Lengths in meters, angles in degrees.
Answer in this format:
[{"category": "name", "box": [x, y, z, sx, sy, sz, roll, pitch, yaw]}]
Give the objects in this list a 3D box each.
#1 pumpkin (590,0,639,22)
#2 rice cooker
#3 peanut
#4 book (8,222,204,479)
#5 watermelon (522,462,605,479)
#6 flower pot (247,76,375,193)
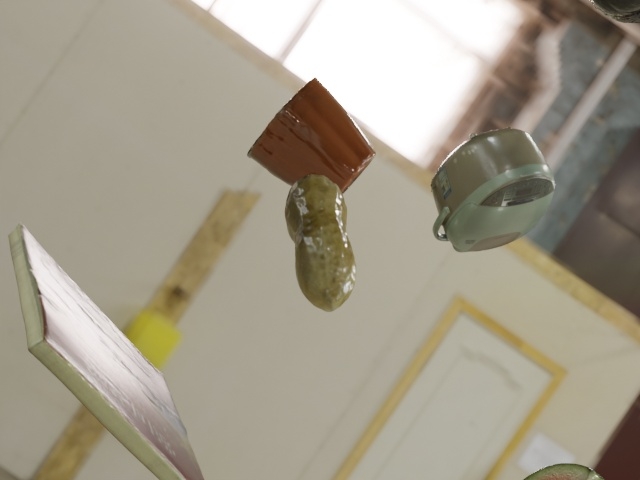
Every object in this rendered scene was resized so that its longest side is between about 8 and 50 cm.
[{"category": "pumpkin", "box": [0.476, -0.379, 2.187, 0.211, 0.212, 0.152, 40, 36, -67]}, {"category": "rice cooker", "box": [0.225, -0.066, 2.047, 0.206, 0.145, 0.127, 127, -51, -62]}, {"category": "peanut", "box": [0.000, 0.000, 2.288, 0.103, 0.098, 0.229, 41, 31, -43]}, {"category": "book", "box": [-0.227, 0.132, 1.631, 0.262, 0.028, 0.374, 51, 0, -22]}, {"category": "watermelon", "box": [0.247, 0.306, 1.627, 0.094, 0.135, 0.125, -67, 141, -56]}, {"category": "flower pot", "box": [-0.004, -0.162, 2.677, 0.173, 0.190, 0.190, 40, -2, 3]}]
